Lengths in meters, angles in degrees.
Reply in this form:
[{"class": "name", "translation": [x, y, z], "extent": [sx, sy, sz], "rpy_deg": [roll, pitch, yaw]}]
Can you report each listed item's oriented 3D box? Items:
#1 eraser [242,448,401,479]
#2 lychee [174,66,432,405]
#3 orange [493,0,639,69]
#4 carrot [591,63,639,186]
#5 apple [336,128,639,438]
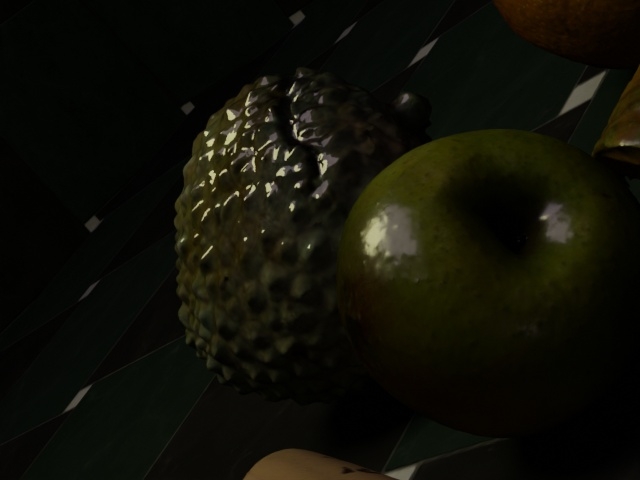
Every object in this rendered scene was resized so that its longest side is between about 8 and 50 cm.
[{"class": "eraser", "translation": [0.002, 0.209, 0.824], "extent": [0.171, 0.087, 0.290], "rpy_deg": [-52, 14, -13]}, {"class": "lychee", "translation": [0.000, 0.000, 1.082], "extent": [0.274, 0.255, 0.255], "rpy_deg": [-48, 13, 6]}, {"class": "orange", "translation": [0.252, -0.269, 1.145], "extent": [0.264, 0.264, 0.264], "rpy_deg": [-42, 14, 13]}, {"class": "carrot", "translation": [0.284, -0.134, 0.941], "extent": [0.302, 0.114, 0.114], "rpy_deg": [-55, 16, -28]}, {"class": "apple", "translation": [0.106, 0.028, 0.837], "extent": [0.196, 0.196, 0.157], "rpy_deg": [-52, -12, -27]}]
